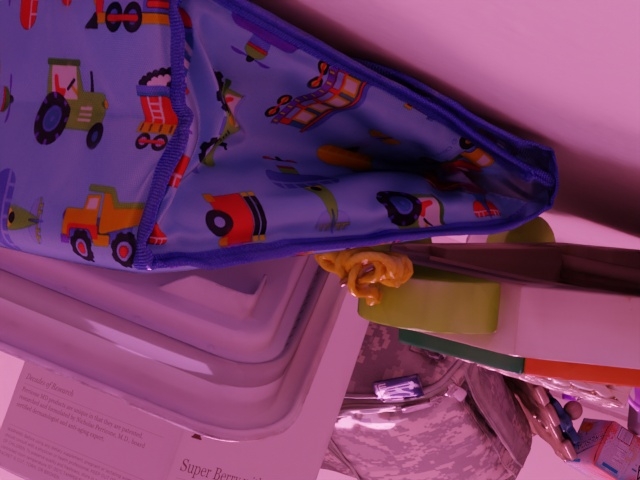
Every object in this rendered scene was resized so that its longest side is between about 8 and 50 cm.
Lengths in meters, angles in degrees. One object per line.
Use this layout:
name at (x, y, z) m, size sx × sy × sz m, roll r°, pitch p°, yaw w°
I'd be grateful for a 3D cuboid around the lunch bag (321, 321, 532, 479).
lunch bag at (0.078, 0.148, 1.806) m, size 0.256 × 0.212 × 0.305 m, roll 14°, pitch 157°, yaw 29°

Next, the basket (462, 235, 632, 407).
basket at (0.185, 0.066, 1.376) m, size 0.167 × 0.103 × 0.113 m, roll 17°, pitch 176°, yaw 5°

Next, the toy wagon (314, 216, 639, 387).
toy wagon at (0.138, 0.033, 0.994) m, size 0.344 × 0.068 × 0.267 m, roll -1°, pitch -172°, yaw -40°

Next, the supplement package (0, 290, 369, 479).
supplement package at (-0.088, 0.069, 1.288) m, size 0.175 × 0.293 × 0.177 m, roll 15°, pitch 174°, yaw 38°

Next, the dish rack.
dish rack at (-0.138, -0.028, 1.043) m, size 0.333 × 0.072 × 0.285 m, roll 21°, pitch -149°, yaw 1°

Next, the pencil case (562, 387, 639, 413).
pencil case at (0.313, 0.138, 1.819) m, size 0.086 × 0.088 × 0.206 m, roll 19°, pitch 174°, yaw -14°

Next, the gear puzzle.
gear puzzle at (0.200, 0.129, 1.962) m, size 0.175 × 0.044 × 0.339 m, roll 61°, pitch 169°, yaw -24°

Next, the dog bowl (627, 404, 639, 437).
dog bowl at (0.501, 0.212, 1.885) m, size 0.348 × 0.102 × 0.349 m, roll 18°, pitch 176°, yaw 1°

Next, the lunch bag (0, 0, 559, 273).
lunch bag at (-0.034, -0.047, 0.897) m, size 0.293 × 0.138 × 0.221 m, roll 8°, pitch -179°, yaw -43°

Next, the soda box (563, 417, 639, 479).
soda box at (0.363, 0.266, 1.898) m, size 0.183 × 0.058 × 0.063 m, roll 34°, pitch 164°, yaw -20°
